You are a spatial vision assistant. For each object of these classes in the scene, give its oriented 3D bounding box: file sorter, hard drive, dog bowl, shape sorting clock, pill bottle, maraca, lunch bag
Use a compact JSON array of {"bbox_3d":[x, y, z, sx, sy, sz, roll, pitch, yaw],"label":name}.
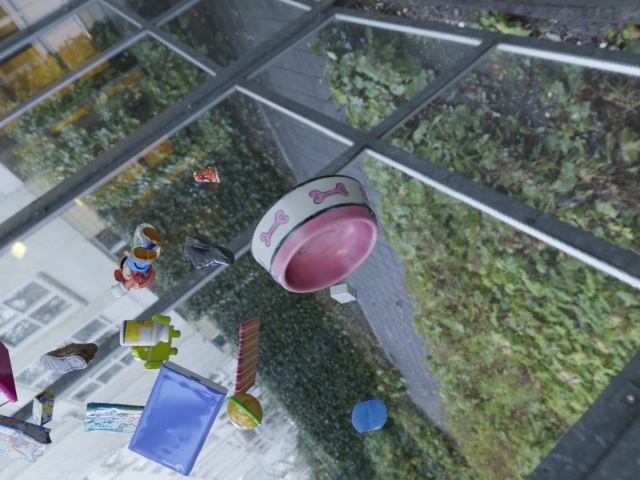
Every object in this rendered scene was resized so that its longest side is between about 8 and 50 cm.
[{"bbox_3d":[-1.259,0.473,1.657,0.290,0.182,0.202,41,148,41],"label":"file sorter"},{"bbox_3d":[-0.436,0.545,1.394,0.210,0.319,0.040,25,-166,-1],"label":"hard drive"},{"bbox_3d":[0.000,0.000,1.405,0.150,0.407,0.408,57,172,30],"label":"dog bowl"},{"bbox_3d":[-0.902,0.012,2.390,0.206,0.206,0.040,46,-157,19],"label":"shape sorting clock"},{"bbox_3d":[-0.720,0.379,1.882,0.103,0.183,0.103,-176,90,-72],"label":"pill bottle"},{"bbox_3d":[-0.239,0.526,1.418,0.127,0.099,0.185,47,155,-6],"label":"maraca"},{"bbox_3d":[-0.805,0.566,1.287,0.083,0.071,0.053,37,-164,-7],"label":"lunch bag"}]

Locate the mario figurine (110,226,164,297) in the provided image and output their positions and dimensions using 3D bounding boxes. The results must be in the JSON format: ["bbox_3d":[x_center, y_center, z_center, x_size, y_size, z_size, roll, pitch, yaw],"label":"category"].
[{"bbox_3d":[-0.669,0.073,1.618,0.170,0.198,0.320,52,138,4],"label":"mario figurine"}]

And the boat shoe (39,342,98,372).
[{"bbox_3d":[-1.156,0.536,2.118,0.306,0.104,0.111,-7,120,22],"label":"boat shoe"}]

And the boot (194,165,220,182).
[{"bbox_3d":[-0.425,-0.241,1.719,0.158,0.084,0.059,22,125,60],"label":"boot"}]

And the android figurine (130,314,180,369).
[{"bbox_3d":[-0.754,0.464,2.093,0.056,0.249,0.272,0,165,27],"label":"android figurine"}]

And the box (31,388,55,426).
[{"bbox_3d":[-1.152,0.699,1.903,0.054,0.059,0.169,33,121,15],"label":"box"}]

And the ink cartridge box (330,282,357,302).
[{"bbox_3d":[0.112,0.252,2.183,0.122,0.088,0.052,39,-138,-55],"label":"ink cartridge box"}]

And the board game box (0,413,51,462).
[{"bbox_3d":[-0.953,0.602,1.404,0.201,0.136,0.035,27,-156,-18],"label":"board game box"}]

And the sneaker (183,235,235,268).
[{"bbox_3d":[-0.497,0.073,2.037,0.286,0.130,0.109,18,179,32],"label":"sneaker"}]

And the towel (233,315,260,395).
[{"bbox_3d":[-0.272,0.428,1.687,0.031,0.275,0.199,4,179,9],"label":"towel"}]

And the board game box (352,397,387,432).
[{"bbox_3d":[0.221,0.776,2.019,0.033,0.168,0.133,51,-152,-40],"label":"board game box"}]

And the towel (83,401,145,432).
[{"bbox_3d":[-0.838,0.790,2.015,0.040,0.369,0.272,-96,27,-42],"label":"towel"}]
